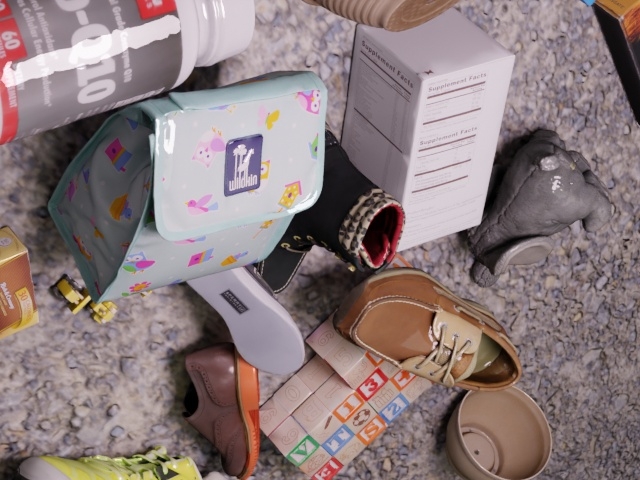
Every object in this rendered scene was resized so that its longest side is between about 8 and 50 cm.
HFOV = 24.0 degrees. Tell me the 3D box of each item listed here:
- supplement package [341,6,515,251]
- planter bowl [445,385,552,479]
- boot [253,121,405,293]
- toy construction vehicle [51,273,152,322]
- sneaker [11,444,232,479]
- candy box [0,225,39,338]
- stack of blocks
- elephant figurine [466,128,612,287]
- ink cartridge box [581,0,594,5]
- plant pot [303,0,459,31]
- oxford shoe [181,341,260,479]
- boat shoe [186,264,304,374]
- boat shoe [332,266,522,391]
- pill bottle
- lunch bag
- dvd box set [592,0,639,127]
[{"bbox_3d":[0.119,-0.133,1.774,0.134,0.139,0.244,-18,135,-29],"label":"supplement package"},{"bbox_3d":[0.258,0.312,2.315,0.162,0.162,0.109,-15,159,-33],"label":"planter bowl"},{"bbox_3d":[-0.001,-0.001,1.751,0.085,0.178,0.236,-6,128,-39],"label":"boot"},{"bbox_3d":[-0.242,0.058,1.699,0.086,0.035,0.098,-42,142,-4],"label":"toy construction vehicle"},{"bbox_3d":[-0.240,0.317,1.886,0.385,0.145,0.147,38,75,-55],"label":"sneaker"},{"bbox_3d":[-0.390,0.070,1.561,0.187,0.053,0.109,-26,138,-26],"label":"candy box"},{"bbox_3d":[0.052,0.178,2.039,0.297,0.087,0.171,-44,142,-2],"label":"stack of blocks"},{"bbox_3d":[0.258,-0.021,2.010,0.239,0.169,0.186,-40,116,19],"label":"elephant figurine"},{"bbox_3d":[0.289,-0.391,1.745,0.134,0.078,0.231,-49,142,5],"label":"ink cartridge box"},{"bbox_3d":[0.091,-0.292,1.548,0.237,0.109,0.237,-29,168,-7],"label":"plant pot"},{"bbox_3d":[-0.127,0.217,1.931,0.098,0.097,0.271,-2,137,-3],"label":"oxford shoe"},{"bbox_3d":[-0.092,0.065,1.780,0.080,0.076,0.228,-28,124,21],"label":"boat shoe"},{"bbox_3d":[0.153,0.122,1.910,0.324,0.120,0.122,16,112,-48],"label":"boat shoe"},{"bbox_3d":[-0.214,-0.198,1.389,0.283,0.161,0.161,-22,137,-27],"label":"pill bottle"},{"bbox_3d":[-0.126,-0.068,1.543,0.223,0.160,0.262,-14,156,-36],"label":"lunch bag"},{"bbox_3d":[0.570,-0.359,2.048,0.420,0.062,0.307,-42,143,-4],"label":"dvd box set"}]
